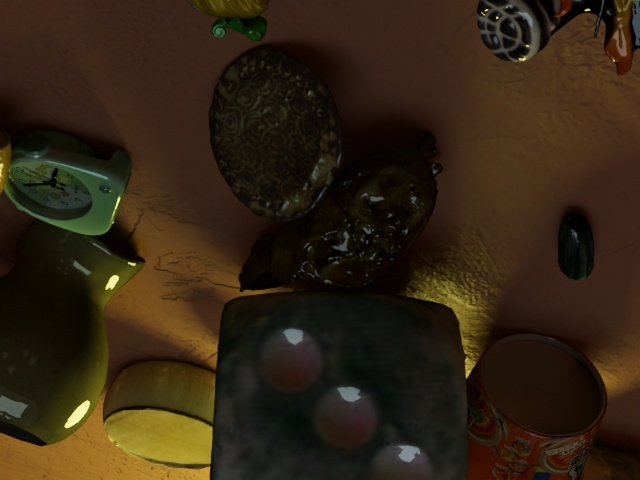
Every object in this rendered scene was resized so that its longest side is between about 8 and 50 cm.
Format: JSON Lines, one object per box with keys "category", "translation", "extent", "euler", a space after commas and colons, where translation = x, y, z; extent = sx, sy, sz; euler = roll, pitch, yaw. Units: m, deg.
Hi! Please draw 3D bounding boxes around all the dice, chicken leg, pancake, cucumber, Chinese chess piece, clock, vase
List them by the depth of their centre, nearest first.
{"category": "pancake", "translation": [-0.053, -0.120, 1.146], "extent": [0.199, 0.021, 0.199], "euler": [8, 105, 32]}
{"category": "chicken leg", "translation": [0.002, 0.007, 1.255], "extent": [0.361, 0.211, 0.140], "euler": [-34, 85, 39]}
{"category": "cucumber", "translation": [0.335, 0.002, 1.310], "extent": [0.048, 0.048, 0.105], "euler": [-1, 140, 13]}
{"category": "clock", "translation": [-0.351, -0.086, 1.326], "extent": [0.189, 0.060, 0.148], "euler": [21, 143, -14]}
{"category": "dice", "translation": [0.026, 0.250, 1.390], "extent": [0.348, 0.327, 0.330], "euler": [2, 170, -4]}
{"category": "vase", "translation": [-0.435, 0.134, 1.495], "extent": [0.241, 0.302, 0.329], "euler": [33, 155, -29]}
{"category": "Chinese chess piece", "translation": [-0.262, 0.317, 1.807], "extent": [0.257, 0.104, 0.257], "euler": [6, 143, 5]}

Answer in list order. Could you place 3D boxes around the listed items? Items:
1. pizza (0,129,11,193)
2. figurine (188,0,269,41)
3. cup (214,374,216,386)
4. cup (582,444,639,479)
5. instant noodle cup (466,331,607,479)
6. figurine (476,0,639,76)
{"category": "pizza", "translation": [-0.471, -0.097, 1.298], "extent": [0.271, 0.056, 0.134], "euler": [-1, 120, 46]}
{"category": "figurine", "translation": [-0.111, -0.271, 1.003], "extent": [0.115, 0.094, 0.156], "euler": [4, 136, 24]}
{"category": "cup", "translation": [-0.093, 0.244, 1.677], "extent": [0.141, 0.120, 0.120], "euler": [22, 143, -37]}
{"category": "cup", "translation": [0.501, 0.478, 1.796], "extent": [0.257, 0.227, 0.301], "euler": [9, 173, -7]}
{"category": "instant noodle cup", "translation": [0.311, 0.272, 1.531], "extent": [0.251, 0.250, 0.192], "euler": [11, 134, -2]}
{"category": "figurine", "translation": [0.261, -0.291, 0.814], "extent": [0.320, 0.196, 0.323], "euler": [-3, 149, 0]}
